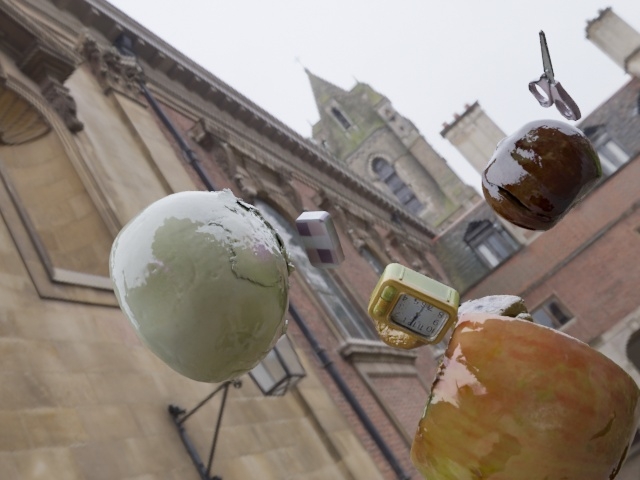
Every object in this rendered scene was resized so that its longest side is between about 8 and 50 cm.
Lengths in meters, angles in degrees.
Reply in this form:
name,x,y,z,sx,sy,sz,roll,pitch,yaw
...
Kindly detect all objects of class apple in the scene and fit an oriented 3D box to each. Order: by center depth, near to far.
name,x,y,z,sx,sy,sz,roll,pitch,yaw
apple,0.323,0.281,1.051,0.252,0.309,0.314,-4,-67,-70

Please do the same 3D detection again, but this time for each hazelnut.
name,x,y,z,sx,sy,sz,roll,pitch,yaw
hazelnut,0.459,-0.138,1.413,0.234,0.218,0.218,-49,-26,6

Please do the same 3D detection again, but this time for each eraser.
name,x,y,z,sx,sy,sz,roll,pitch,yaw
eraser,0.000,0.000,1.177,0.026,0.065,0.105,-48,-52,-42

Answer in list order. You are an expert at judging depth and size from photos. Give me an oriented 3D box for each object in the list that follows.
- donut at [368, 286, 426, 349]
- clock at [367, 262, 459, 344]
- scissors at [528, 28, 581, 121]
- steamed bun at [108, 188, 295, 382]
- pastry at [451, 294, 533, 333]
name,x,y,z,sx,sy,sz,roll,pitch,yaw
donut,0.243,0.209,1.942,0.114,0.226,0.226,-15,-32,-41
clock,0.233,0.160,1.679,0.096,0.202,0.143,-65,-1,-58
scissors,0.331,-0.239,0.969,0.015,0.100,0.189,-45,-35,0
steamed bun,-0.183,0.064,1.149,0.233,0.334,0.312,-40,3,16
pastry,0.456,0.217,1.821,0.218,0.100,0.229,-21,6,-23
